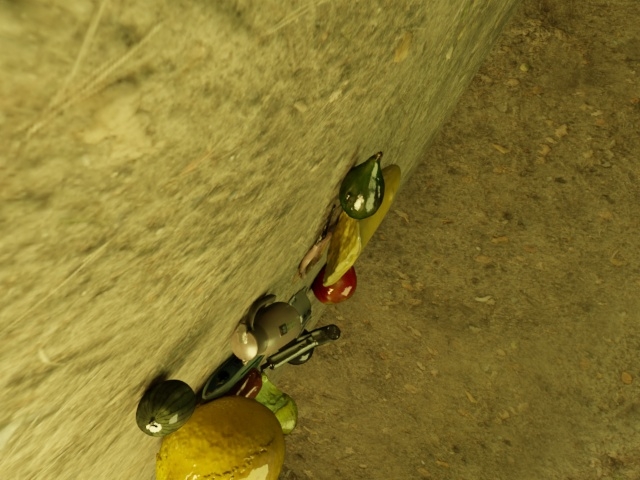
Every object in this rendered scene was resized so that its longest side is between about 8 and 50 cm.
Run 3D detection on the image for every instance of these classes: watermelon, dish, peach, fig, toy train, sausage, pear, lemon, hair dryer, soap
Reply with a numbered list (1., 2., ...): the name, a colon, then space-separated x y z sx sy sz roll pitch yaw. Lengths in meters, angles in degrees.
1. watermelon: -0.234 0.253 0.617 0.078 0.078 0.111 -56 170 -4
2. dish: -0.084 0.271 1.414 0.236 0.086 0.228 -46 166 -51
3. peach: 0.050 0.159 1.649 0.190 0.192 0.190 -17 169 -3
4. fig: 0.104 -0.138 0.960 0.117 0.117 0.178 -47 154 -44
5. toy train: -0.214 0.319 1.007 0.048 0.055 0.252 -58 171 13
6. sausage: -0.279 0.470 1.067 0.330 0.102 0.102 -53 170 -20
7. pear: -0.225 0.682 1.592 0.238 0.255 0.164 -41 164 -43
8. lemon: -0.209 0.478 0.901 0.310 0.258 0.258 -8 134 -50
9. hair dryer: -0.111 0.381 1.499 0.284 0.156 0.320 -5 162 -23
10. soap: 0.123 -0.068 1.223 0.427 0.115 0.306 -51 169 -47

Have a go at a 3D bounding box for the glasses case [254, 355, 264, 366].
1. glasses case: -0.243 0.422 1.258 0.184 0.039 0.078 -58 171 8

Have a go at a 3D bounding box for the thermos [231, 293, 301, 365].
1. thermos: -0.130 0.197 0.940 0.193 0.105 0.137 -13 110 -68

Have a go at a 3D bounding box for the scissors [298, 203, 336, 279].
1. scissors: 0.000 0.000 1.120 0.160 0.024 0.317 -48 168 -34
